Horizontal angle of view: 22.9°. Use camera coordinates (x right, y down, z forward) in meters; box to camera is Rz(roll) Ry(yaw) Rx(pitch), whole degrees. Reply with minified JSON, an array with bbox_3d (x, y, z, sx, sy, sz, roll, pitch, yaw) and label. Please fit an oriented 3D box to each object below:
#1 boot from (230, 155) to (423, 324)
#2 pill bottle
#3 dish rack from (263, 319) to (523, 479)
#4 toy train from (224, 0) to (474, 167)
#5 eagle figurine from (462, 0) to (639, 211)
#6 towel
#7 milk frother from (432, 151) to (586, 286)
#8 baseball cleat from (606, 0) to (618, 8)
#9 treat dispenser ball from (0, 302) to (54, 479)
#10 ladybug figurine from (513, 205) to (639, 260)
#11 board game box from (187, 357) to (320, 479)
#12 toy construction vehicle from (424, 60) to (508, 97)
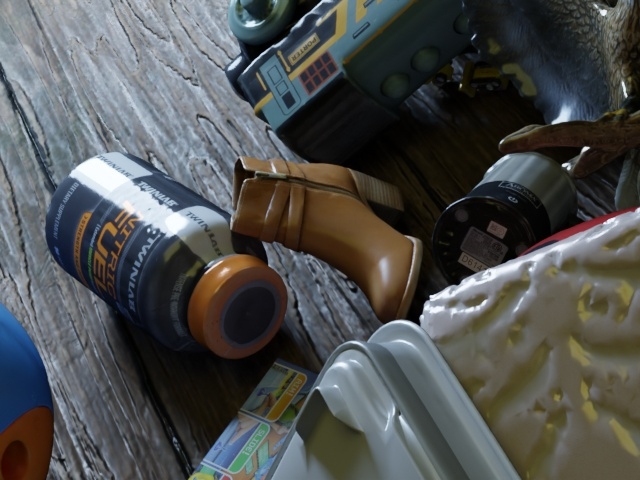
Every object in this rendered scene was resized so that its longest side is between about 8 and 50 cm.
[{"bbox_3d":[0.000,0.000,1.330,0.197,0.152,0.073,-104,30,-57],"label":"boot"},{"bbox_3d":[-0.133,0.018,1.409,0.130,0.130,0.246,-46,43,-13],"label":"pill bottle"},{"bbox_3d":[0.016,0.244,0.992,0.333,0.072,0.285,-63,37,29],"label":"dish rack"},{"bbox_3d":[0.058,-0.215,1.463,0.334,0.142,0.190,-39,54,16],"label":"toy train"},{"bbox_3d":[0.250,-0.172,1.259,0.225,0.226,0.298,-55,25,31],"label":"eagle figurine"},{"bbox_3d":[0.230,0.119,0.897,0.332,0.053,0.317,-24,63,26],"label":"towel"},{"bbox_3d":[0.146,0.021,1.267,0.143,0.129,0.135,-45,-4,29],"label":"milk frother"},{"bbox_3d":[0.301,-0.209,1.397,0.109,0.072,0.206,-40,54,37],"label":"baseball cleat"},{"bbox_3d":[-0.365,0.157,1.305,0.288,0.288,0.288,-17,44,18],"label":"treat dispenser ball"},{"bbox_3d":[0.260,0.104,1.024,0.449,0.162,0.305,8,72,37],"label":"ladybug figurine"},{"bbox_3d":[-0.037,0.198,1.252,0.136,0.035,0.201,18,63,42],"label":"board game box"},{"bbox_3d":[0.141,-0.173,1.495,0.098,0.035,0.086,-1,62,34],"label":"toy construction vehicle"}]
